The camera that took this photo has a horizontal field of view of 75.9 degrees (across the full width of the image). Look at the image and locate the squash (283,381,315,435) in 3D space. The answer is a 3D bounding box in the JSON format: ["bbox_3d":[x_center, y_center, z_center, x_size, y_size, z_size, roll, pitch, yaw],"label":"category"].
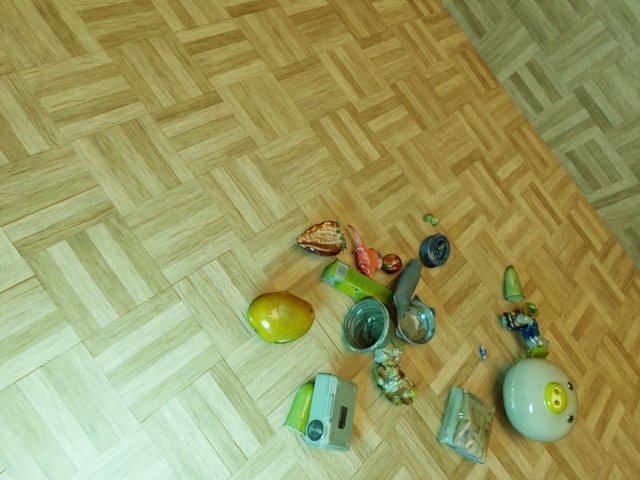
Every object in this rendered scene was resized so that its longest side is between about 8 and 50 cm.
[{"bbox_3d":[-0.063,0.627,1.552,0.095,0.095,0.187,33,56,-12],"label":"squash"}]

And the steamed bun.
[{"bbox_3d":[1.023,0.739,1.921,0.334,0.334,0.373,21,69,-18],"label":"steamed bun"}]

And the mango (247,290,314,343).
[{"bbox_3d":[-0.142,0.304,1.601,0.291,0.160,0.190,3,63,-36],"label":"mango"}]

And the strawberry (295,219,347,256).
[{"bbox_3d":[0.002,0.015,1.812,0.228,0.098,0.174,-24,82,-28],"label":"strawberry"}]

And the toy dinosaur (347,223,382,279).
[{"bbox_3d":[0.219,0.051,1.907,0.139,0.070,0.285,-6,73,-17],"label":"toy dinosaur"}]

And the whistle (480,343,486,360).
[{"bbox_3d":[0.814,0.560,2.049,0.033,0.029,0.083,20,62,-61],"label":"whistle"}]

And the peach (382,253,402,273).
[{"bbox_3d":[0.341,0.107,1.948,0.101,0.101,0.100,9,67,-23],"label":"peach"}]

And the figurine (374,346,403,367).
[{"bbox_3d":[0.317,0.508,1.778,0.146,0.098,0.081,18,52,-18],"label":"figurine"}]

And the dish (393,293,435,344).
[{"bbox_3d":[0.417,0.367,1.889,0.237,0.086,0.227,3,69,-25],"label":"dish"}]

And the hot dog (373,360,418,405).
[{"bbox_3d":[0.307,0.603,1.715,0.213,0.146,0.103,43,32,-1],"label":"hot dog"}]

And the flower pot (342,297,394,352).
[{"bbox_3d":[0.222,0.372,1.734,0.141,0.236,0.235,33,57,-38],"label":"flower pot"}]

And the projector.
[{"bbox_3d":[0.049,0.647,1.548,0.192,0.099,0.256,38,54,-43],"label":"projector"}]

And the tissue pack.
[{"bbox_3d":[0.658,0.813,1.819,0.215,0.123,0.256,36,60,-12],"label":"tissue pack"}]

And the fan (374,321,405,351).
[{"bbox_3d":[0.310,0.433,1.853,0.193,0.016,0.038,45,55,-6],"label":"fan"}]

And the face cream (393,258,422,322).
[{"bbox_3d":[0.395,0.203,1.873,0.385,0.087,0.135,-49,130,-53],"label":"face cream"}]

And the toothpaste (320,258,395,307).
[{"bbox_3d":[0.165,0.200,1.813,0.328,0.110,0.077,30,59,-14],"label":"toothpaste"}]

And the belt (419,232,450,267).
[{"bbox_3d":[0.591,0.049,2.099,0.141,0.082,0.190,42,60,-13],"label":"belt"}]

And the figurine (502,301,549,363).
[{"bbox_3d":[1.076,0.453,2.170,0.284,0.204,0.338,39,46,0],"label":"figurine"}]

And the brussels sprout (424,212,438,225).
[{"bbox_3d":[0.591,-0.114,2.188,0.083,0.046,0.050,32,56,-24],"label":"brussels sprout"}]

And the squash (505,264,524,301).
[{"bbox_3d":[1.069,0.228,2.279,0.095,0.094,0.224,21,55,-18],"label":"squash"}]
